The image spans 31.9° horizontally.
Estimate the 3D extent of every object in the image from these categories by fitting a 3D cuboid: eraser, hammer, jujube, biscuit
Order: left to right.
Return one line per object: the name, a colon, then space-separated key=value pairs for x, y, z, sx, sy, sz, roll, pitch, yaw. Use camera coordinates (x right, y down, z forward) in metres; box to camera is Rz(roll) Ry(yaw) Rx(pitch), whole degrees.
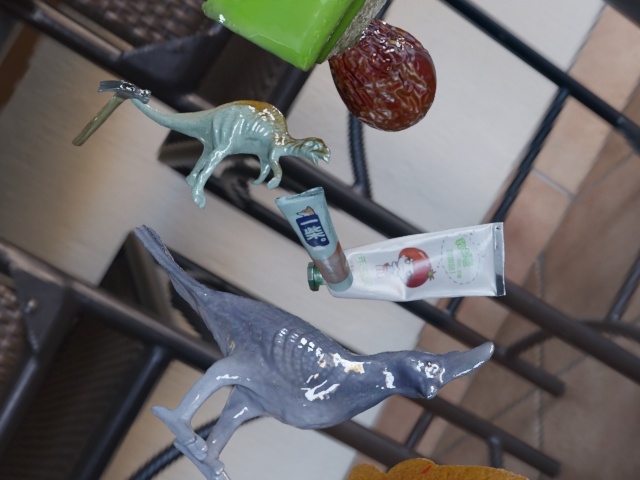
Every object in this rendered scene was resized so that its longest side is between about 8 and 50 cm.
hammer: x=-0.289 y=-0.163 z=1.467 sx=0.182 sy=0.062 sz=0.017 roll=-30 pitch=47 yaw=50
jujube: x=0.094 y=-0.282 z=1.845 sx=0.168 sy=0.236 sz=0.168 roll=-21 pitch=52 yaw=29
eraser: x=0.047 y=-0.247 z=0.744 sx=0.274 sy=0.092 sz=0.210 roll=-51 pitch=0 yaw=23
biscuit: x=0.064 y=0.258 z=1.012 sx=0.280 sy=0.043 sz=0.183 roll=-17 pitch=25 yaw=21

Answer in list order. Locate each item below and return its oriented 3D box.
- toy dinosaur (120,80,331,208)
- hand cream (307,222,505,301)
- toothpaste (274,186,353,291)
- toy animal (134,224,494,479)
toy dinosaur: x=-0.174 y=-0.162 z=1.843 sx=0.205 sy=0.393 sz=0.092 roll=-55 pitch=-26 yaw=-1
hand cream: x=0.144 y=0.046 z=1.880 sx=0.076 sy=0.336 sz=0.121 roll=4 pitch=-100 yaw=-76
toothpaste: x=0.000 y=0.000 z=1.315 sx=0.056 sy=0.205 sz=0.036 roll=-15 pitch=58 yaw=7
toy animal: x=-0.058 y=0.113 z=0.963 sx=0.206 sy=0.367 sz=0.081 roll=-56 pitch=-31 yaw=-31
